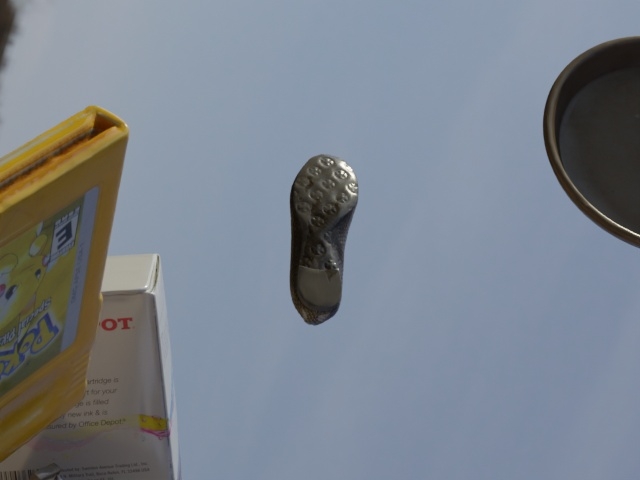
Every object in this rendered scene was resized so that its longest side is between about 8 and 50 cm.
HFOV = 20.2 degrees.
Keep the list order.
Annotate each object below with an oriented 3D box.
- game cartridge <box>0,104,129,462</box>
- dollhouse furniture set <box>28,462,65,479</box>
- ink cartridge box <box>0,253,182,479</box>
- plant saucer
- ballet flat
[{"bbox_3d":[-0.276,0.078,1.469,0.285,0.052,0.324,-38,150,-44],"label":"game cartridge"},{"bbox_3d":[-0.272,0.322,1.907,0.355,0.303,0.174,-55,165,22],"label":"dollhouse furniture set"},{"bbox_3d":[-0.269,0.179,1.937,0.131,0.226,0.306,-95,-178,-72],"label":"ink cartridge box"},{"bbox_3d":[0.364,-0.095,1.881,0.041,0.278,0.278,105,-8,-58],"label":"plant saucer"},{"bbox_3d":[0.000,0.000,2.133,0.058,0.084,0.250,105,-9,-49],"label":"ballet flat"}]
